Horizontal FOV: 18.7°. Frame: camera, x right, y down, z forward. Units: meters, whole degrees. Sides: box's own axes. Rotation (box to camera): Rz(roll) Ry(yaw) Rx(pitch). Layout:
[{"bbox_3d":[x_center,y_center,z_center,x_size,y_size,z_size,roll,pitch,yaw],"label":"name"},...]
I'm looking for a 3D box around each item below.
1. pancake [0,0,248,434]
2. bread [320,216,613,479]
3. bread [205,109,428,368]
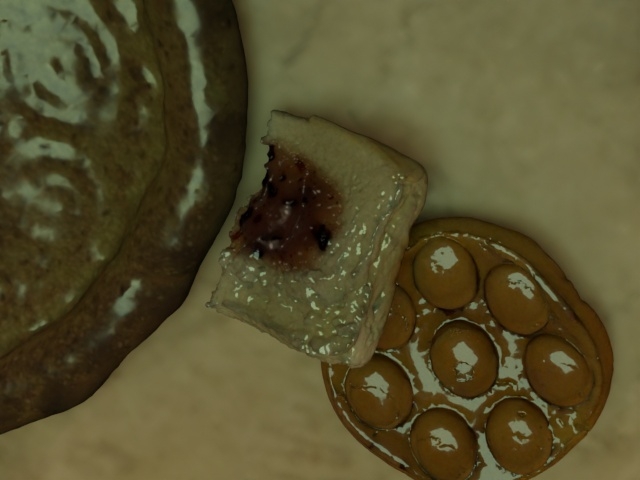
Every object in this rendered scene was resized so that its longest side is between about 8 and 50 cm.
[{"bbox_3d":[-0.169,-0.053,0.729,0.288,0.033,0.286,12,106,6],"label":"pancake"},{"bbox_3d":[0.054,0.044,0.723,0.110,0.024,0.110,3,105,10],"label":"bread"},{"bbox_3d":[0.000,0.000,0.703,0.070,0.035,0.083,26,97,31],"label":"bread"}]
